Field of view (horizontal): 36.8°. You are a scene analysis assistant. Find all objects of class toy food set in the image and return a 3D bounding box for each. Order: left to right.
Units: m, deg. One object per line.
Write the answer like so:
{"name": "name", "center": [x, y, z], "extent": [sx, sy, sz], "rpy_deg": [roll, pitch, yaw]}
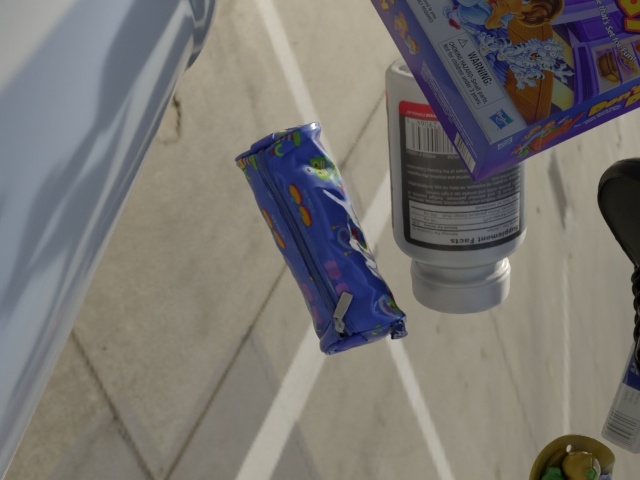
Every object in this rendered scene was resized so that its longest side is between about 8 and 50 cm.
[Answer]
{"name": "toy food set", "center": [0.330, 0.363, 1.235], "extent": [0.071, 0.128, 0.217], "rpy_deg": [-167, -94, -69]}

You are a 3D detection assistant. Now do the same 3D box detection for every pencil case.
{"name": "pencil case", "center": [0.000, 0.000, 1.216], "extent": [0.306, 0.119, 0.133], "rpy_deg": [66, 18, 5]}

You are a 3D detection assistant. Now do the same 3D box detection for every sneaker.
{"name": "sneaker", "center": [0.258, 0.027, 0.720], "extent": [0.222, 0.118, 0.083], "rpy_deg": [56, -27, 33]}

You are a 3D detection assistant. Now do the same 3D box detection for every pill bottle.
{"name": "pill bottle", "center": [0.176, -0.073, 1.230], "extent": [0.176, 0.176, 0.318], "rpy_deg": [-59, 148, -59]}

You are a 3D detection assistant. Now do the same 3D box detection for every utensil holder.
{"name": "utensil holder", "center": [-0.278, -0.061, 0.604], "extent": [0.327, 0.328, 0.385], "rpy_deg": [51, 48, -48]}

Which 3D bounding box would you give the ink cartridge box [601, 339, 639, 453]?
{"name": "ink cartridge box", "center": [0.485, 0.082, 1.294], "extent": [0.330, 0.071, 0.324], "rpy_deg": [-56, 156, -26]}

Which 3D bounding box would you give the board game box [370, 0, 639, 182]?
{"name": "board game box", "center": [0.151, -0.250, 0.791], "extent": [0.347, 0.233, 0.078], "rpy_deg": [63, -9, 17]}
